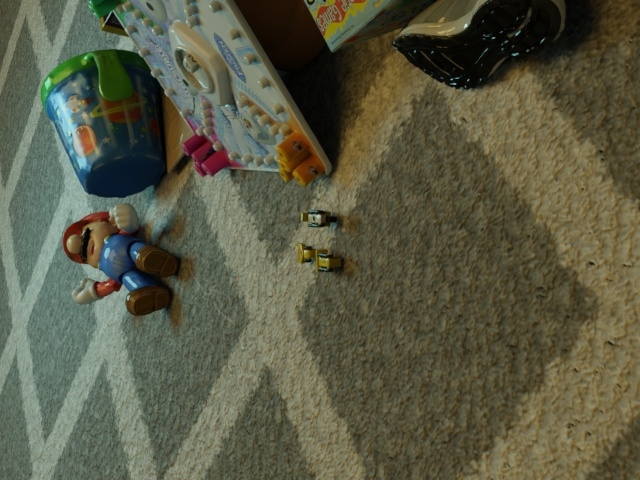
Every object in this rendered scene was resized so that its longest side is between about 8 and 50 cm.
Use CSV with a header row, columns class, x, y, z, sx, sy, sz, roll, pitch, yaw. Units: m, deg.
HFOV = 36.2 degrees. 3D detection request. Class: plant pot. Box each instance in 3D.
class,x,y,z,sx,sy,sz,roll,pitch,yaw
plant pot,-0.107,-0.417,1.460,0.291,0.204,0.290,-24,61,55

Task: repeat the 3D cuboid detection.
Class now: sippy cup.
class,x,y,z,sx,sy,sz,roll,pitch,yaw
sippy cup,-0.403,-0.212,1.896,0.240,0.305,0.224,-25,68,14

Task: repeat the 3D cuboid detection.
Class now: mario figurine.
class,x,y,z,sx,sy,sz,roll,pitch,yaw
mario figurine,-0.410,0.033,1.864,0.198,0.170,0.321,-49,38,-13

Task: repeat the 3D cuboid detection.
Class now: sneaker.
class,x,y,z,sx,sy,sz,roll,pitch,yaw
sneaker,0.179,-0.243,1.068,0.272,0.100,0.108,-12,48,61

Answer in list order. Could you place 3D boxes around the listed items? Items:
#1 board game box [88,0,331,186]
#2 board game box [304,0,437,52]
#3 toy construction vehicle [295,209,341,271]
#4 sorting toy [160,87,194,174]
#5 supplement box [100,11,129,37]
class,x,y,z,sx,sy,sz,roll,pitch,yaw
board game box,-0.188,-0.251,1.442,0.050,0.389,0.390,-41,24,-21
board game box,0.033,-0.392,1.169,0.142,0.144,0.275,-30,88,52
toy construction vehicle,0.000,0.000,1.345,0.098,0.035,0.085,2,95,61
sorting toy,-0.245,-0.251,1.811,0.208,0.038,0.192,-47,44,49
supplement box,-0.352,-0.537,1.965,0.194,0.129,0.191,-44,47,45
